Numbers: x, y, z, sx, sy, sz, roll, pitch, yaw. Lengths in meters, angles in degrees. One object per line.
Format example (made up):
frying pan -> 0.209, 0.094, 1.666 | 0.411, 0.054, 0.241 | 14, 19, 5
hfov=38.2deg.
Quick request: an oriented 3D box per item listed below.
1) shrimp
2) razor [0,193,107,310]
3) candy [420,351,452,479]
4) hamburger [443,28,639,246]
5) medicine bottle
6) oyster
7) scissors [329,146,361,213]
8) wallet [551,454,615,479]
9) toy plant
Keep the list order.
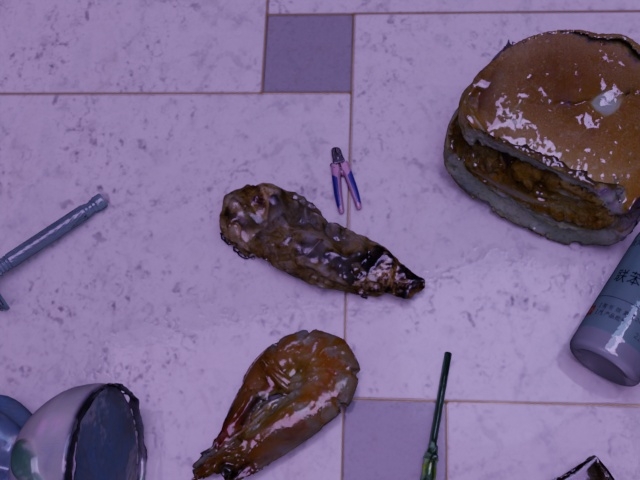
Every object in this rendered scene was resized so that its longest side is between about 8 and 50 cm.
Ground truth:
shrimp -> -0.074, 0.242, 1.328 | 0.294, 0.062, 0.154 | -39, 60, -12
razor -> -0.434, 0.002, 1.442 | 0.232, 0.068, 0.106 | -34, 73, -15
candy -> 0.162, 0.299, 1.288 | 0.091, 0.083, 0.306 | 10, 64, 9
hamburger -> 0.363, -0.166, 1.363 | 0.318, 0.195, 0.277 | 30, 73, 11
medicine bottle -> 0.492, 0.038, 1.325 | 0.110, 0.110, 0.352 | 33, 76, 14
oyster -> -0.002, 0.002, 1.401 | 0.345, 0.079, 0.129 | 24, 66, 15
scissors -> 0.035, -0.097, 1.458 | 0.039, 0.012, 0.113 | -14, 70, -1
wallet -> 0.311, 0.401, 1.256 | 0.232, 0.031, 0.122 | -30, 76, -4
toy plant -> -0.432, 0.309, 1.258 | 0.332, 0.247, 0.247 | -1, 71, 11
